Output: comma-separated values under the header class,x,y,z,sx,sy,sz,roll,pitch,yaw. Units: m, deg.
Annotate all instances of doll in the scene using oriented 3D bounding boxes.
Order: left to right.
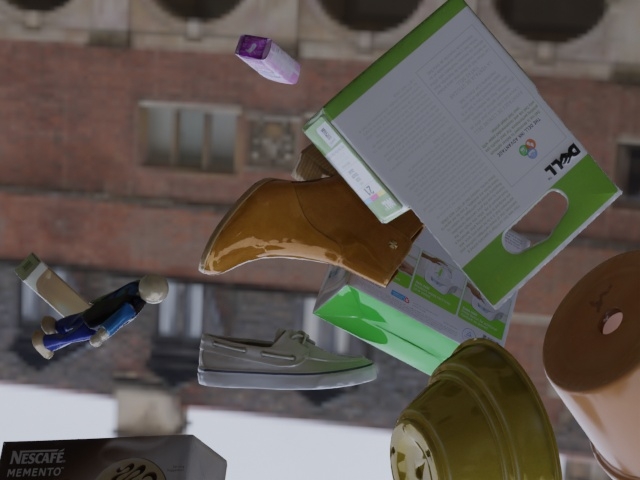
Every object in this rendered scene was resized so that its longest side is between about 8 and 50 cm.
class,x,y,z,sx,sy,sz,roll,pitch,yaw
doll,-0.266,0.092,1.868,0.189,0.046,0.129,-24,-159,21

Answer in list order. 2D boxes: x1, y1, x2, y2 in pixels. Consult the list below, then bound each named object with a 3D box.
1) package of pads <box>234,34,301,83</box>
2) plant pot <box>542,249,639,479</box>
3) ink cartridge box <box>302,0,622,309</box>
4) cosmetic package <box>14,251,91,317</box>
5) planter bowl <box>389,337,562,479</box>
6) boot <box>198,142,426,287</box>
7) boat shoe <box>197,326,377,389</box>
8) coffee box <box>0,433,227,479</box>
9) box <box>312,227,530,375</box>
class,x,y,z,sx,sy,sz,roll,pitch,yaw
package of pads,-0.064,-0.224,1.868,0.050,0.032,0.083,13,169,31
plant pot,0.401,0.148,1.783,0.203,0.291,0.291,37,175,-27
ink cartridge box,0.137,-0.080,1.487,0.189,0.255,0.097,-41,-177,-15
cosmetic package,-0.401,0.074,2.268,0.115,0.041,0.060,46,173,-30
planter bowl,0.123,0.202,1.363,0.090,0.217,0.217,-9,-164,-24
boot,0.000,0.000,1.997,0.211,0.104,0.295,37,-128,13
boat shoe,-0.050,0.171,2.233,0.267,0.088,0.096,0,-178,14
coffee box,-0.290,0.361,2.033,0.297,0.168,0.119,-4,152,22
box,0.154,0.050,2.225,0.262,0.231,0.127,27,146,-15
